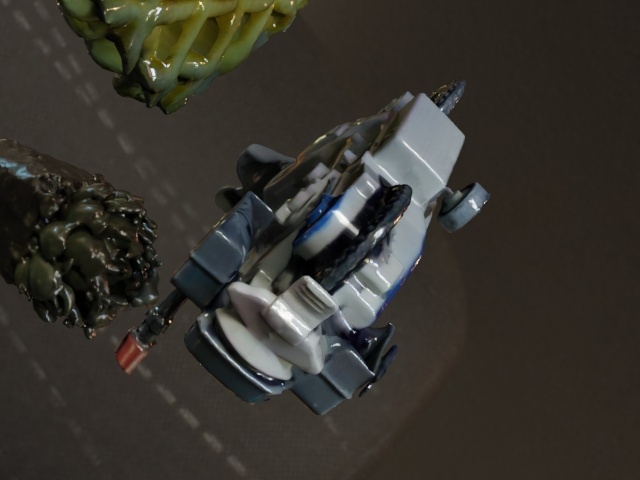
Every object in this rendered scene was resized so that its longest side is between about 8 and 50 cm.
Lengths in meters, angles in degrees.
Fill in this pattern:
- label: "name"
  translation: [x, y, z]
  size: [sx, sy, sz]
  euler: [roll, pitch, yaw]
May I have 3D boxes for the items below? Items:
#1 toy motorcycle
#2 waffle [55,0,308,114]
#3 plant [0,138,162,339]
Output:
- label: "toy motorcycle"
  translation: [0.000, 0.000, 0.517]
  size: [0.102, 0.221, 0.150]
  euler: [46, -64, -7]
- label: "waffle"
  translation: [-0.025, -0.147, 0.466]
  size: [0.054, 0.208, 0.214]
  euler: [36, -22, 14]
- label: "plant"
  translation: [-0.161, -0.004, 0.718]
  size: [0.143, 0.092, 0.094]
  euler: [32, 4, 24]
